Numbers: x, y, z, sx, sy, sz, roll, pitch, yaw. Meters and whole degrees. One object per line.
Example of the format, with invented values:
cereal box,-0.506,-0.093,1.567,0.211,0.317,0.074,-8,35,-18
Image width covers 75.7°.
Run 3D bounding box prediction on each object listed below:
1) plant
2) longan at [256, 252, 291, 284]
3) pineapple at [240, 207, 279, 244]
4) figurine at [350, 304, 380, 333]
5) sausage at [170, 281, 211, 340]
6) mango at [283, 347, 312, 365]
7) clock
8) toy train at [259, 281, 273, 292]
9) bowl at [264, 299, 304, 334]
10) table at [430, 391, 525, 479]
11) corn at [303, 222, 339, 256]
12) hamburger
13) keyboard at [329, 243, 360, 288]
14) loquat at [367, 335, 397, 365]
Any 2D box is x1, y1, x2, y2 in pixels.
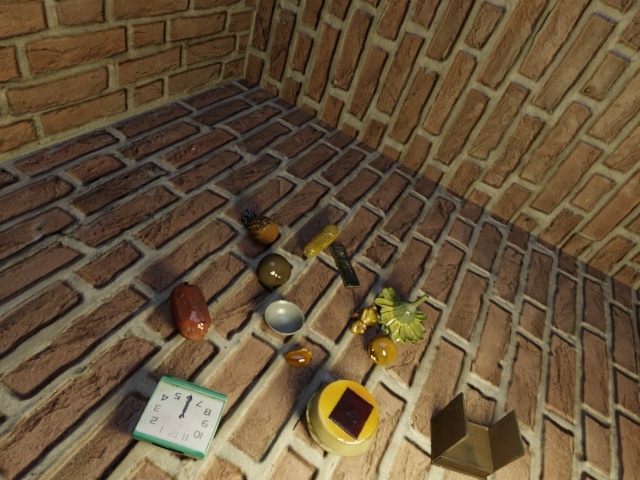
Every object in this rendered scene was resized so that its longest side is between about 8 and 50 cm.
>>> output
plant,0.422,0.387,2.098,0.306,0.297,0.261,41,74,-1
longan,-0.237,0.147,2.088,0.189,0.189,0.189,12,42,-11
pineapple,-0.361,-0.099,2.319,0.158,0.157,0.279,-21,44,-37
figurine,0.203,0.397,2.074,0.122,0.121,0.176,12,44,42
sausage,-0.568,0.304,1.799,0.152,0.152,0.279,-7,50,-28
mango,-0.100,0.519,1.830,0.127,0.063,0.077,1,50,-14
clock,-0.502,0.647,1.501,0.263,0.116,0.231,18,47,-2
toy train,-0.275,0.239,2.086,0.083,0.017,0.017,37,46,18
bowl,-0.177,0.380,1.928,0.189,0.086,0.189,13,41,-11
table,0.622,0.797,1.671,0.251,0.281,0.196,20,41,-3
corn,-0.001,0.003,2.390,0.102,0.101,0.313,37,46,16
hamburger,0.088,0.698,1.633,0.301,0.176,0.300,13,41,-11
keyboard,0.135,0.140,2.354,0.106,0.027,0.316,0,46,-24
loquat,0.290,0.515,1.940,0.141,0.141,0.141,12,42,-11
